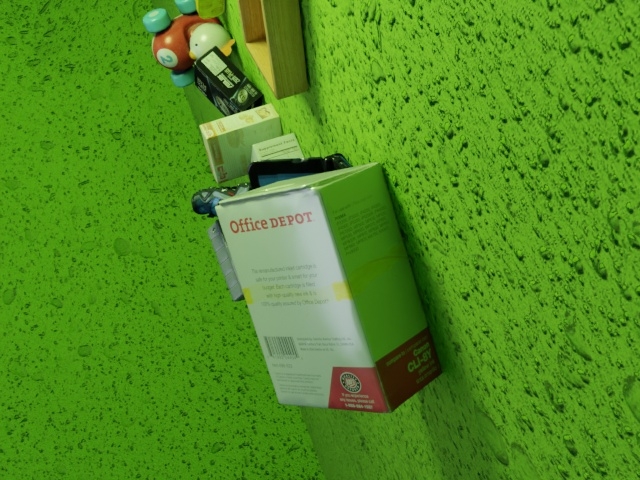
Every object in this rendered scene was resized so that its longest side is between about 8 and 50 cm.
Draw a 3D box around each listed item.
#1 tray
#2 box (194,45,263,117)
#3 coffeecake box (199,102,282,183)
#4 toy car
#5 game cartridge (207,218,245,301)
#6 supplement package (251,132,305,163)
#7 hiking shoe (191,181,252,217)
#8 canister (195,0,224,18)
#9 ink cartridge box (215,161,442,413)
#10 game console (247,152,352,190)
[{"bbox_3d":[-0.103,-0.484,1.483,0.410,0.076,0.202,85,162,-48],"label":"tray"},{"bbox_3d":[-0.241,-0.392,2.113,0.180,0.077,0.147,46,166,3],"label":"box"},{"bbox_3d":[-0.187,-0.237,1.998,0.068,0.186,0.142,-120,16,-44],"label":"coffeecake box"},{"bbox_3d":[-0.330,-0.530,2.217,0.238,0.210,0.219,38,158,48],"label":"toy car"},{"bbox_3d":[-0.154,-0.010,2.081,0.355,0.068,0.230,-38,63,42],"label":"game cartridge"},{"bbox_3d":[-0.080,-0.136,1.861,0.105,0.105,0.179,108,142,-70],"label":"supplement package"},{"bbox_3d":[-0.219,-0.071,2.019,0.304,0.113,0.132,-4,91,47],"label":"hiking shoe"},{"bbox_3d":[-0.311,-0.688,2.131,0.126,0.073,0.169,109,142,-72],"label":"canister"},{"bbox_3d":[0.012,0.080,1.386,0.279,0.160,0.384,-6,105,48],"label":"ink cartridge box"},{"bbox_3d":[0.000,0.000,1.538,0.250,0.174,0.293,-125,19,-55],"label":"game console"}]
